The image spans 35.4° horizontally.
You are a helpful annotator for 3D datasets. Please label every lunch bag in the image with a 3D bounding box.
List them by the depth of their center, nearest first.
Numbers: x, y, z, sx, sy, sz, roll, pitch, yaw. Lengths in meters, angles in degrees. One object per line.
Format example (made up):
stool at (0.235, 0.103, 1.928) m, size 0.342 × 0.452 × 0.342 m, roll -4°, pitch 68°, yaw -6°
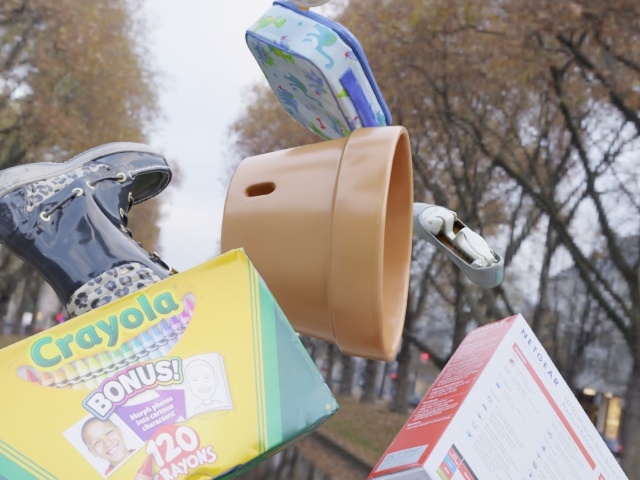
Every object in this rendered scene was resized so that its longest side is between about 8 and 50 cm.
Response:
lunch bag at (0.003, -0.225, 1.408) m, size 0.176 × 0.090 × 0.219 m, roll 33°, pitch -15°, yaw 38°

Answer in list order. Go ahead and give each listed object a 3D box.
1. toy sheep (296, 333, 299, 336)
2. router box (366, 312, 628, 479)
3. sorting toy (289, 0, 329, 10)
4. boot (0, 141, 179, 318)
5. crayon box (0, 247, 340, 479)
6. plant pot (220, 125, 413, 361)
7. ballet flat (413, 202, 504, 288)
toy sheep at (-0.075, 0.153, 1.718) m, size 0.091 × 0.132 × 0.091 m, roll 6°, pitch 23°, yaw -2°
router box at (0.234, 0.303, 1.139) m, size 0.082 × 0.335 × 0.301 m, roll -27°, pitch 11°, yaw 40°
sorting toy at (-0.021, -0.312, 1.156) m, size 0.083 × 0.075 × 0.045 m, roll 28°, pitch -34°, yaw -13°
boot at (-0.313, -0.005, 1.541) m, size 0.284 × 0.138 × 0.377 m, roll 46°, pitch 30°, yaw 17°
crayon box at (-0.146, 0.136, 0.803) m, size 0.278 × 0.165 × 0.081 m, roll -24°, pitch -16°, yaw -29°
plant pot at (0.000, 0.000, 1.254) m, size 0.203 × 0.291 × 0.291 m, roll 3°, pitch -9°, yaw 12°
ballet flat at (0.216, -0.010, 1.606) m, size 0.213 × 0.072 × 0.068 m, roll 46°, pitch -25°, yaw 31°
